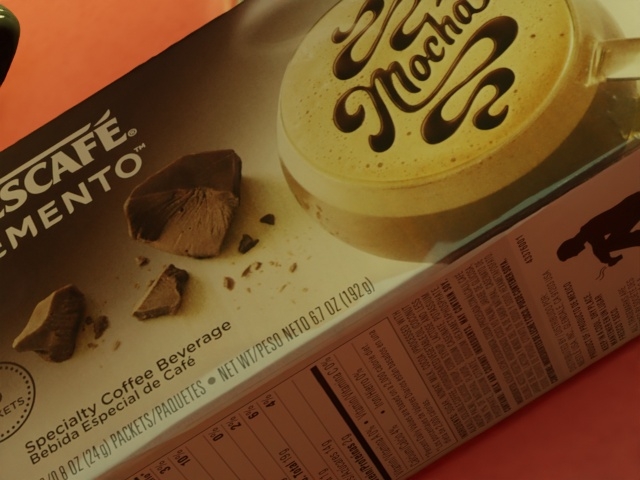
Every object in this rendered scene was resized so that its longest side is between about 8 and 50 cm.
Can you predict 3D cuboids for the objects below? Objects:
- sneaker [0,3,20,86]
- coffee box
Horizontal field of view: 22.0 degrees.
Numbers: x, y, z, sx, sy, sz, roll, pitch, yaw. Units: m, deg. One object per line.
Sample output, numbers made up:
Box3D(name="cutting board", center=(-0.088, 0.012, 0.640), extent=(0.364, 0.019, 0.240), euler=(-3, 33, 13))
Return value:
Box3D(name="sneaker", center=(-0.184, -0.032, 0.790), extent=(0.089, 0.051, 0.170), euler=(34, 81, 34))
Box3D(name="coffee box", center=(0.000, 0.000, 0.650), extent=(0.297, 0.119, 0.168), euler=(-31, 52, 0))
